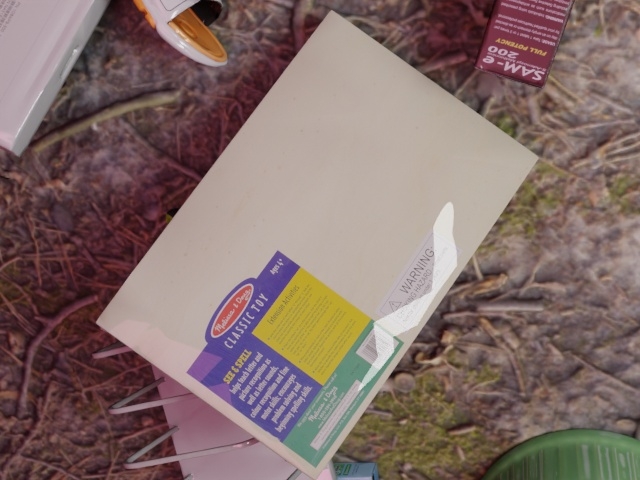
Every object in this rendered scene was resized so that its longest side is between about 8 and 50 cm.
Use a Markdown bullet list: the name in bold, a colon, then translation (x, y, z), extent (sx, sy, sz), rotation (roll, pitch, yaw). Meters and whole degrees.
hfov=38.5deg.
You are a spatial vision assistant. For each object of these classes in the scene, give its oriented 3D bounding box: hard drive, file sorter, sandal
- **hard drive**: translation (-0.426, -0.270, 0.989), extent (0.353, 0.047, 0.233), rotation (26, 82, 3)
- **file sorter**: translation (-0.120, 0.223, 1.059), extent (0.193, 0.173, 0.277), rotation (-15, 93, 18)
- **sandal**: translation (-0.174, -0.303, 0.970), extent (0.076, 0.102, 0.265), rotation (-36, 93, 20)

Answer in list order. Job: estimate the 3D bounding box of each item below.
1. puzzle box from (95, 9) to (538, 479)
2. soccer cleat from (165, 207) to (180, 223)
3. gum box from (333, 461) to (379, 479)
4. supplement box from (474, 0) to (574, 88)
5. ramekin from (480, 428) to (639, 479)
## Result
- **puzzle box**: translation (0.000, 0.000, 0.945), extent (0.272, 0.052, 0.408), rotation (36, 82, 0)
- **soccer cleat**: translation (-0.101, 0.001, 1.074), extent (0.179, 0.072, 0.060), rotation (28, 156, 20)
- **gum box**: translation (-0.011, 0.363, 1.170), extent (0.185, 0.041, 0.156), rotation (-5, 105, 14)
- **supplement box**: translation (0.218, -0.274, 0.868), extent (0.073, 0.130, 0.239), rotation (18, 109, 7)
- **ramekin**: translation (0.301, 0.377, 1.016), extent (0.304, 0.148, 0.303), rotation (2, 97, 14)
